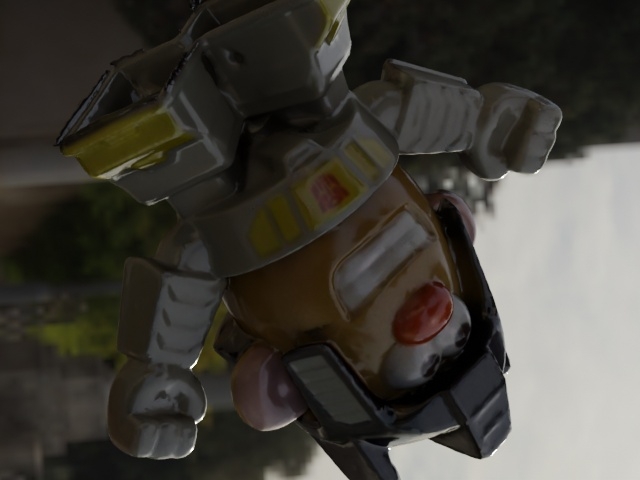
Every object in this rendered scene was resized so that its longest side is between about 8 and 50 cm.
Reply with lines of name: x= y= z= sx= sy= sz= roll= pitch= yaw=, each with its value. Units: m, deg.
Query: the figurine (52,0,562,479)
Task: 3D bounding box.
figurine: x=0.002 y=-0.002 z=1.074 sx=0.143 sy=0.308 sz=0.308 roll=-122 pitch=-152 yaw=-65
